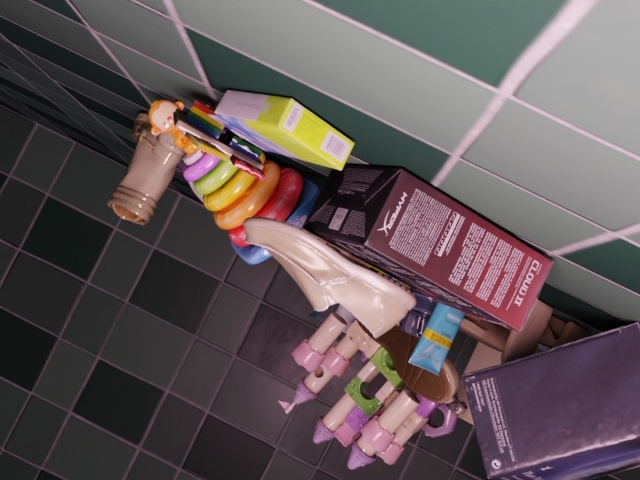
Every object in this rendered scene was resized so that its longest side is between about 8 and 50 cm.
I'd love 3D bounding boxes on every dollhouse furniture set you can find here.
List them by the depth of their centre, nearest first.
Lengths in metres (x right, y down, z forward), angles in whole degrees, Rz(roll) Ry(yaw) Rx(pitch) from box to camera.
[{"bbox_3d":[0.365,0.254,1.826,0.394,0.257,0.362,29,174,-34],"label":"dollhouse furniture set"}]

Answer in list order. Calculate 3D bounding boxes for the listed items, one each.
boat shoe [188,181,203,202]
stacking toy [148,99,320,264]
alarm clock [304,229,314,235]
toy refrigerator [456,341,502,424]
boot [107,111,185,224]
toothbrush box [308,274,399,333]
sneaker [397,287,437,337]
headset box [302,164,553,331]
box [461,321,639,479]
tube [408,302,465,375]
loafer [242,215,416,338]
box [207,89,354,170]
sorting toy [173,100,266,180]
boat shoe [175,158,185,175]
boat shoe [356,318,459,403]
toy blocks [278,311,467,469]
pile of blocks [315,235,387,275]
[{"bbox_3d":[-0.176,-0.097,1.687,0.158,0.127,0.340,14,169,36],"label":"boat shoe"},{"bbox_3d":[-0.159,-0.119,1.431,0.302,0.175,0.166,44,177,-24],"label":"stacking toy"},{"bbox_3d":[0.000,0.000,1.911,0.064,0.129,0.192,20,145,43],"label":"alarm clock"},{"bbox_3d":[0.413,0.308,2.077,0.102,0.270,0.094,21,173,44],"label":"toy refrigerator"},{"bbox_3d":[-0.339,-0.136,1.691,0.095,0.204,0.262,30,173,-28],"label":"boot"},{"bbox_3d":[0.092,0.121,2.115,0.126,0.216,0.295,27,176,-10],"label":"toothbrush box"},{"bbox_3d":[0.175,0.084,1.592,0.226,0.164,0.086,32,174,-41],"label":"sneaker"},{"bbox_3d":[0.153,0.012,1.208,0.293,0.110,0.218,29,175,-22],"label":"headset box"},{"bbox_3d":[0.432,0.288,1.454,0.294,0.183,0.296,-22,153,21],"label":"box"},{"bbox_3d":[0.222,0.130,1.541,0.080,0.207,0.052,27,176,-31],"label":"tube"},{"bbox_3d":[0.002,0.051,1.234,0.268,0.092,0.102,28,178,1],"label":"loafer"},{"bbox_3d":[-0.052,-0.138,1.087,0.109,0.042,0.178,31,174,-36],"label":"box"},{"bbox_3d":[-0.137,-0.154,1.238,0.132,0.046,0.274,28,-171,-16],"label":"sorting toy"},{"bbox_3d":[-0.258,-0.139,2.019,0.228,0.076,0.080,27,175,-10],"label":"boat shoe"},{"bbox_3d":[0.185,0.199,1.725,0.098,0.109,0.302,-3,-149,-34],"label":"boat shoe"},{"bbox_3d":[0.086,0.344,1.834,0.288,0.260,0.309,45,-167,28],"label":"toy blocks"},{"bbox_3d":[0.086,0.054,1.669,0.148,0.113,0.362,-4,170,8],"label":"pile of blocks"}]
